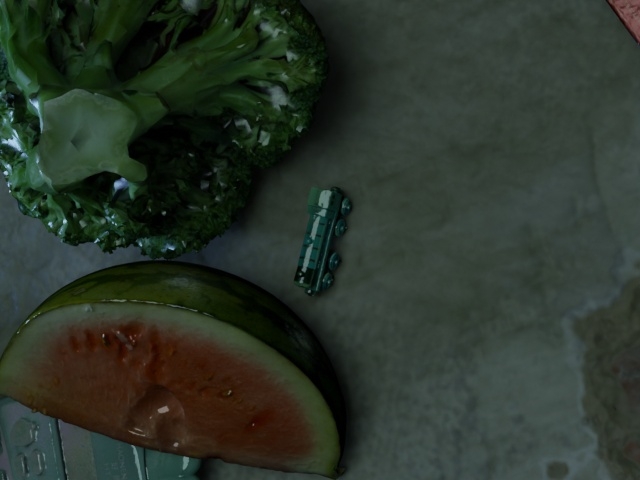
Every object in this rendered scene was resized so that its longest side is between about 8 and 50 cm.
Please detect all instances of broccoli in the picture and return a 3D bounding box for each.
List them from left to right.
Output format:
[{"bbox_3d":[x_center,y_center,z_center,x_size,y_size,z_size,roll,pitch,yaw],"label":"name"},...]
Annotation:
[{"bbox_3d":[-0.148,-0.122,1.496,0.308,0.275,0.307,0,108,1],"label":"broccoli"}]

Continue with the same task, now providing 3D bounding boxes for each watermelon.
[{"bbox_3d":[-0.112,0.074,1.535,0.303,0.128,0.159,12,128,6],"label":"watermelon"}]

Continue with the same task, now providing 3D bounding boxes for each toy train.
[{"bbox_3d":[0.000,0.000,1.537,0.029,0.045,0.092,14,88,25],"label":"toy train"}]

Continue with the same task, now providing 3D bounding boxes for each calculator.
[{"bbox_3d":[-0.226,0.217,1.615,0.295,0.042,0.184,-14,80,23],"label":"calculator"}]

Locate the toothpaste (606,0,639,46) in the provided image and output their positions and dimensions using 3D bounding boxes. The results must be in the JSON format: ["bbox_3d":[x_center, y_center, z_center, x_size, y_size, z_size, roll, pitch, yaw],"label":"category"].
[{"bbox_3d":[0.299,-0.118,1.406,0.066,0.076,0.320,-37,74,16],"label":"toothpaste"}]
